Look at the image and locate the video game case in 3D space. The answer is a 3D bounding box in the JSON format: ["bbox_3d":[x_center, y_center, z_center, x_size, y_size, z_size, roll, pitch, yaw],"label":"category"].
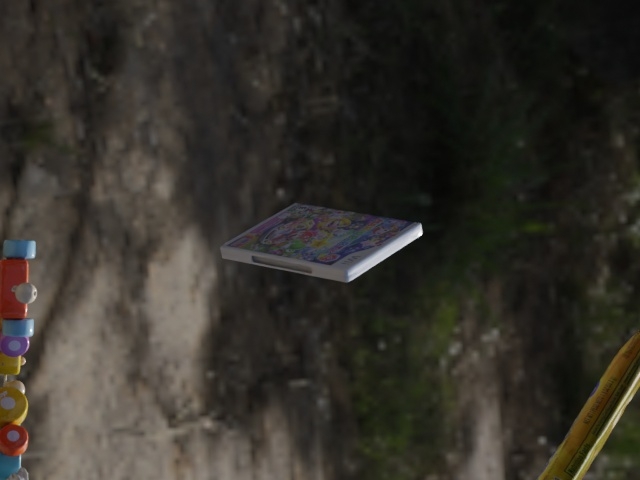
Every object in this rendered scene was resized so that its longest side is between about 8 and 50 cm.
[{"bbox_3d":[0.000,0.000,1.271,0.087,0.122,0.011,-31,120,-42],"label":"video game case"}]

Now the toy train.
[{"bbox_3d":[-0.199,0.080,1.067,0.125,0.046,0.166,-161,-107,-77],"label":"toy train"}]

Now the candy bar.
[{"bbox_3d":[0.119,0.099,0.825,0.161,0.018,0.040,-52,161,-24],"label":"candy bar"}]
